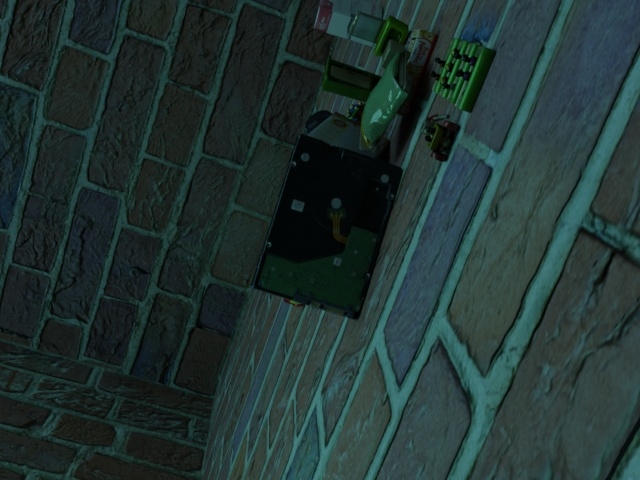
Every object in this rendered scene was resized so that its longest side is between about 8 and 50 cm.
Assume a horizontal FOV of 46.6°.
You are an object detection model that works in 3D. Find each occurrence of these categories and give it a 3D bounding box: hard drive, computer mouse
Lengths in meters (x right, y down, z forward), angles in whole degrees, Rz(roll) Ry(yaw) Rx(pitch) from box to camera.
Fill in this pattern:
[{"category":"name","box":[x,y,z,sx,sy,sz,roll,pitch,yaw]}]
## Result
[{"category":"hard drive","box":[0.013,-0.027,1.565,0.064,0.236,0.339,162,125,-80]},{"category":"computer mouse","box":[0.015,-0.228,2.031,0.184,0.060,0.262,-41,55,5]}]

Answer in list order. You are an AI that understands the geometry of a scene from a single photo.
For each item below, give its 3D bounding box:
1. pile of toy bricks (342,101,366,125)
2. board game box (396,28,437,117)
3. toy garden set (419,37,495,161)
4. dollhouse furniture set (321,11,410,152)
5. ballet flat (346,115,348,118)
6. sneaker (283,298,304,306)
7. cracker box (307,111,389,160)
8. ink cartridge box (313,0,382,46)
[{"category":"pile of toy bricks","box":[0.108,-0.286,1.932,0.118,0.105,0.212,-13,26,33]},{"category":"board game box","box":[0.203,-0.391,1.729,0.147,0.045,0.194,-106,34,-75]},{"category":"toy garden set","box":[0.223,-0.264,1.346,0.244,0.049,0.204,-100,29,-71]},{"category":"dollhouse furniture set","box":[0.097,-0.367,1.682,0.302,0.151,0.198,-83,13,-46]},{"category":"ballet flat","box":[0.074,-0.313,2.340,0.057,0.052,0.168,-101,30,-72]},{"category":"sneaker","box":[-0.062,0.138,2.239,0.279,0.107,0.119,130,138,-75]},{"category":"cracker box","box":[0.047,-0.204,1.733,0.232,0.155,0.067,-48,-15,-53]},{"category":"ink cartridge box","box":[0.097,-0.770,2.561,0.159,0.217,0.092,-81,7,-46]}]
